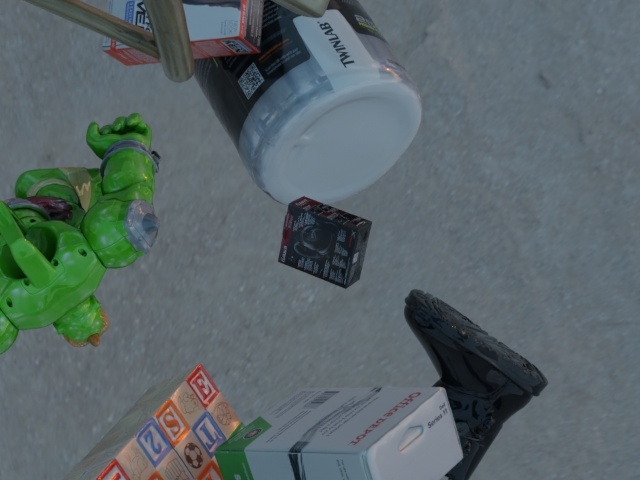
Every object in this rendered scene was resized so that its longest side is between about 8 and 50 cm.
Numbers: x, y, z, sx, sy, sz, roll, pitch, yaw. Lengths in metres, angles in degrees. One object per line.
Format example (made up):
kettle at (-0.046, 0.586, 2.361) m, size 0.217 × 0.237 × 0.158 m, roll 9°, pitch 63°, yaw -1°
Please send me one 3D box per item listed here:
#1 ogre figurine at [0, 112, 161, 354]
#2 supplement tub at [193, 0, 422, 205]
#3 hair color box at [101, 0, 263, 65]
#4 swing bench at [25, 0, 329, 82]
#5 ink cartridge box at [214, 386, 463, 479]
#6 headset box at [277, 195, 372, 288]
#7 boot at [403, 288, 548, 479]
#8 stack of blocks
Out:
ogre figurine at (-0.171, 0.008, 0.732) m, size 0.197 × 0.118 × 0.096 m, roll -19°, pitch 122°, yaw -18°
supplement tub at (-0.045, -0.220, 1.419) m, size 0.207 × 0.207 × 0.338 m, roll -20°, pitch 58°, yaw -17°
hair color box at (-0.144, -0.241, 1.315) m, size 0.167 × 0.053 × 0.093 m, roll -2°, pitch 77°, yaw 23°
swing bench at (-0.067, -0.234, 0.598) m, size 0.165 × 0.255 × 0.253 m, roll 22°, pitch 82°, yaw -19°
ink cartridge box at (0.020, 0.221, 1.298) m, size 0.153 × 0.208 × 0.086 m, roll -30°, pitch 107°, yaw -45°
headset box at (0.000, 0.000, 1.167) m, size 0.083 × 0.062 × 0.032 m, roll 21°, pitch 25°, yaw 23°
boot at (0.162, 0.208, 1.706) m, size 0.246 × 0.094 × 0.207 m, roll 35°, pitch 102°, yaw -19°
stack of blocks at (-0.175, 0.283, 1.352) m, size 0.171 × 0.087 × 0.297 m, roll 57°, pitch 29°, yaw -10°
